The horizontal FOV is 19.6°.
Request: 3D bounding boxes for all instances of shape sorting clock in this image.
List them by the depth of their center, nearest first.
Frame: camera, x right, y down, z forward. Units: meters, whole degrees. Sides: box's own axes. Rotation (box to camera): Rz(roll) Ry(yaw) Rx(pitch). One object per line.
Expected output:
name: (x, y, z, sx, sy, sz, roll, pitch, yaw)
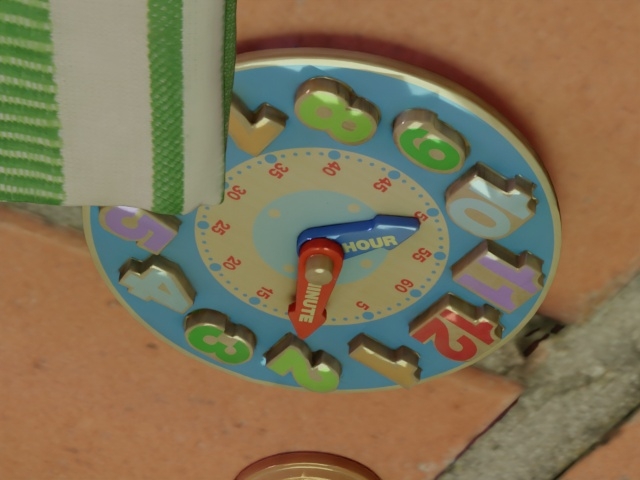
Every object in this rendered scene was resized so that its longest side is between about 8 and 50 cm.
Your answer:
shape sorting clock: (0.000, 0.000, 0.796, 0.206, 0.040, 0.206, 1, 138, 1)

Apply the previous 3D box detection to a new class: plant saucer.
plant saucer: (-0.006, 0.140, 0.974, 0.083, 0.013, 0.083, 1, 138, 0)

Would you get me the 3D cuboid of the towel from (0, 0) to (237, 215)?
towel: (-0.182, -0.099, 0.461, 0.325, 0.038, 0.248, 4, 144, -1)
